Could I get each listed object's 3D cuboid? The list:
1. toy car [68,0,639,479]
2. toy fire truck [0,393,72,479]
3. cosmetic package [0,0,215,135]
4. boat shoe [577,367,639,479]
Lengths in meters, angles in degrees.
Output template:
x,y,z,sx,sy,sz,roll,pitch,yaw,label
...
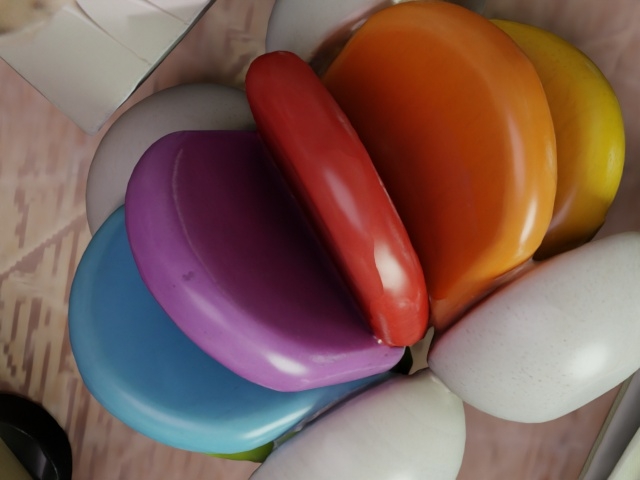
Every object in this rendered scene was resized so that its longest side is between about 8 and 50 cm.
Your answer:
x,y,z,sx,sy,sz,roll,pitch,yaw,label
0.000,0.000,0.527,0.182,0.136,0.159,-37,74,20,toy car
-0.239,0.092,0.632,0.246,0.158,0.217,-35,102,9,toy fire truck
-0.120,-0.198,0.504,0.309,0.113,0.160,41,111,-7,cosmetic package
0.146,0.012,0.545,0.094,0.109,0.302,16,115,5,boat shoe
